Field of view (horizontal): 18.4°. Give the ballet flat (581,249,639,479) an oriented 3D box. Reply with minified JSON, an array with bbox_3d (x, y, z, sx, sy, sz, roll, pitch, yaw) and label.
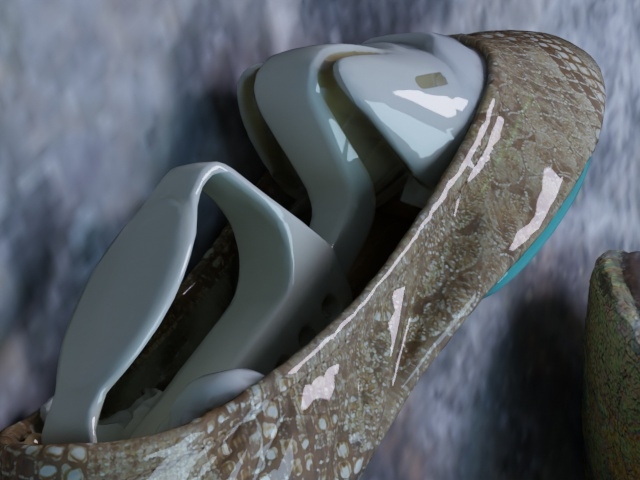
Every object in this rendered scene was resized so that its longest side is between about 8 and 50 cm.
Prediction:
[{"bbox_3d":[0.161,0.137,0.650,0.348,0.123,0.123,42,61,-33],"label":"ballet flat"}]

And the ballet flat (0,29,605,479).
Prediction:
[{"bbox_3d":[0.000,0.000,0.409,0.067,0.073,0.206,60,43,-27],"label":"ballet flat"}]
